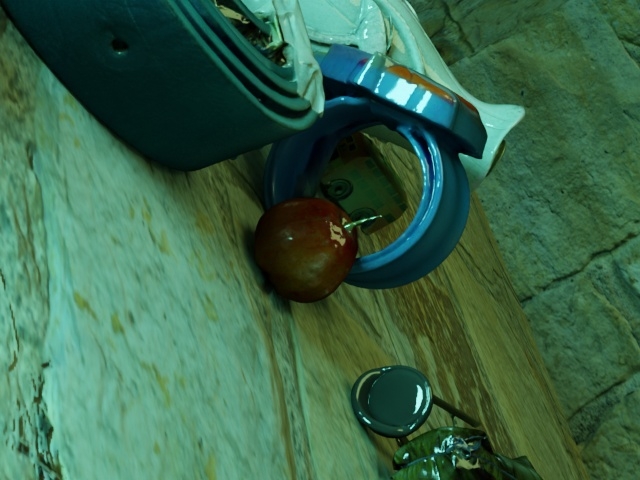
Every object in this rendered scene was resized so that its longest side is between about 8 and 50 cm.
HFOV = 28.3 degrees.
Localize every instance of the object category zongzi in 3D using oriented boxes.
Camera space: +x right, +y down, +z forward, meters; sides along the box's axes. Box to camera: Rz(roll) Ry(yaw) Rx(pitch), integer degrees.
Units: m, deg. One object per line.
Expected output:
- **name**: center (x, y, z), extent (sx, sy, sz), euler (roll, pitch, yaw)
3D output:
- **zongzi**: center (0.202, 0.293, 1.597), extent (0.286, 0.138, 0.300), euler (55, 25, -22)

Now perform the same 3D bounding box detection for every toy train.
- **toy train**: center (0.059, -0.090, 1.949), extent (0.188, 0.099, 0.072), euler (49, 21, -45)

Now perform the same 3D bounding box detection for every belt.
- **belt**: center (-0.156, -0.256, 1.251), extent (0.436, 0.173, 0.300), euler (50, 29, -49)

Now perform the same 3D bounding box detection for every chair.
- **chair**: center (0.123, 0.221, 1.584), extent (0.221, 0.095, 0.104), euler (42, 19, -54)

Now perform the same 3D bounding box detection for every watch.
- **watch**: center (0.034, -0.094, 1.600), extent (0.305, 0.274, 0.241), euler (22, -2, 26)

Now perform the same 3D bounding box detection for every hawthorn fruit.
- **hawthorn fruit**: center (-0.016, 0.002, 1.447), extent (0.125, 0.140, 0.125), euler (23, 30, -14)

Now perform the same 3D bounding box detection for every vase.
- **vase**: center (0.076, -0.243, 1.810), extent (0.445, 0.250, 0.250), euler (38, 18, -10)
